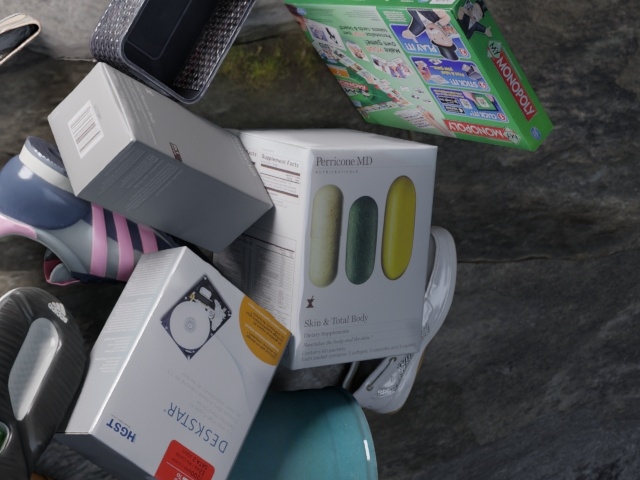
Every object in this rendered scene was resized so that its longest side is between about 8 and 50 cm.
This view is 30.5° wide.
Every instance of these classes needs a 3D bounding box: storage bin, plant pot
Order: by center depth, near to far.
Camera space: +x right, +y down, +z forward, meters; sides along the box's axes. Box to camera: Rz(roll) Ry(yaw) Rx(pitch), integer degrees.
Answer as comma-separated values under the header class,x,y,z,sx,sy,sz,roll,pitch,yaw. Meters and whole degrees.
class,x,y,z,sx,sy,sz,roll,pitch,yaw
storage bin,-0.166,-0.260,1.351,0.122,0.084,0.180,33,82,-37
plant pot,-0.100,0.310,1.439,0.255,0.272,0.271,5,98,-23

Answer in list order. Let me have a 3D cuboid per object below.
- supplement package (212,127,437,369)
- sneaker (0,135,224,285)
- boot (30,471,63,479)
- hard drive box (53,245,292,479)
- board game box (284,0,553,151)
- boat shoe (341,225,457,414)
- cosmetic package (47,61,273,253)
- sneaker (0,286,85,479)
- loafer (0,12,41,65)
class,x,y,z,sx,sy,sz,roll,pitch,yaw
supplement package,0.000,0.000,1.461,0.199,0.198,0.262,-4,103,-35
sneaker,-0.248,0.010,1.360,0.319,0.112,0.131,37,96,-33
boot,-0.341,0.281,1.350,0.152,0.073,0.197,9,77,-40
hard drive box,-0.157,0.153,1.280,0.181,0.089,0.232,41,59,-31
board game box,0.111,-0.215,1.415,0.046,0.317,0.213,-50,125,-17
boat shoe,0.105,0.106,1.625,0.096,0.098,0.277,17,92,-38
cosmetic package,-0.176,-0.086,1.314,0.107,0.127,0.238,-42,146,21
sneaker,-0.418,0.253,1.153,0.169,0.258,0.447,52,39,-28
loafer,-0.354,-0.204,1.255,0.125,0.039,0.045,-41,122,-21
